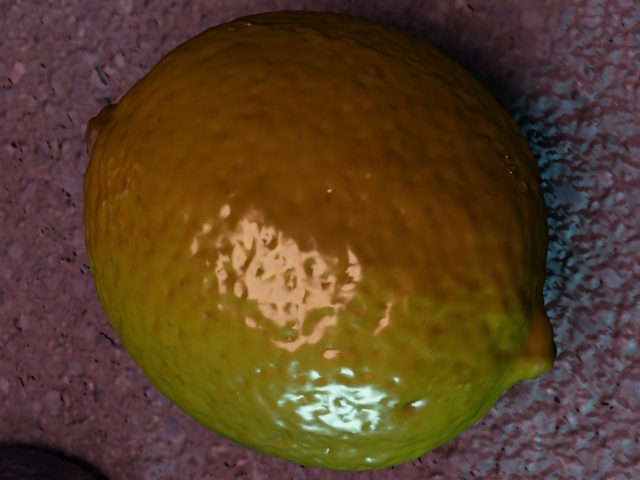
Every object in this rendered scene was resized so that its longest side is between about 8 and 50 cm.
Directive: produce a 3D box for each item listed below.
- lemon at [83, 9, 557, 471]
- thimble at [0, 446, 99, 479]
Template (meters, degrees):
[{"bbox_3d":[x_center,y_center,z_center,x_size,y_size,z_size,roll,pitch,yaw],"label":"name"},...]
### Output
[{"bbox_3d":[0.000,-0.001,0.884,0.267,0.267,0.267,6,105,24],"label":"lemon"},{"bbox_3d":[-0.249,0.267,1.109,0.236,0.172,0.205,-15,99,26],"label":"thimble"}]
